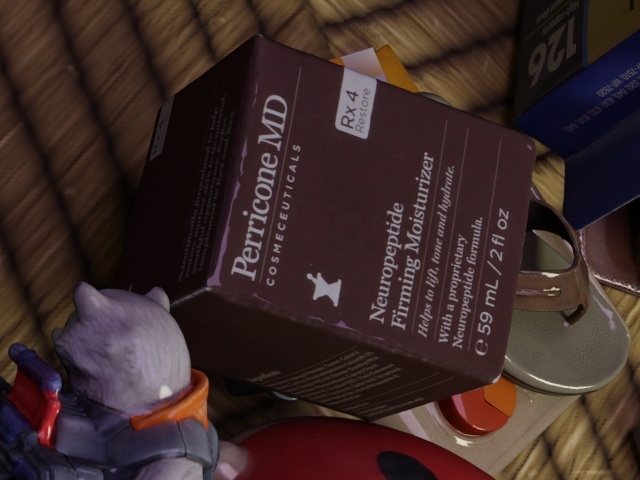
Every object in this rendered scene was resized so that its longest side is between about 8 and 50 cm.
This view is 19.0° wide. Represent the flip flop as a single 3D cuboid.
[{"bbox_3d":[0.140,0.005,1.382,0.277,0.080,0.112,54,54,-21],"label":"flip flop"}]

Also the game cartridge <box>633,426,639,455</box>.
[{"bbox_3d":[0.395,0.286,1.515,0.230,0.068,0.355,-14,84,-34],"label":"game cartridge"}]

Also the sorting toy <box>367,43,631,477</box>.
[{"bbox_3d":[0.086,0.016,1.426,0.229,0.041,0.307,-37,96,-30],"label":"sorting toy"}]

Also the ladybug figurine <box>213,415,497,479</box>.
[{"bbox_3d":[0.082,0.290,1.264,0.449,0.162,0.305,44,55,-17],"label":"ladybug figurine"}]

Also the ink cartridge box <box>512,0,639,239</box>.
[{"bbox_3d":[0.242,-0.194,1.397,0.072,0.303,0.307,19,63,-20],"label":"ink cartridge box"}]

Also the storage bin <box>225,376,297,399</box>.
[{"bbox_3d":[-0.031,0.044,1.328,0.098,0.091,0.135,-14,85,-30],"label":"storage bin"}]

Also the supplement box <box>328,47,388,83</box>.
[{"bbox_3d":[0.026,-0.084,1.394,0.062,0.036,0.098,-20,82,-27],"label":"supplement box"}]

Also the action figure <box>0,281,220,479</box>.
[{"bbox_3d":[-0.143,0.175,1.136,0.178,0.341,0.330,4,107,-23],"label":"action figure"}]

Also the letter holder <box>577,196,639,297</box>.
[{"bbox_3d":[0.335,-0.101,1.528,0.214,0.152,0.302,18,70,-21],"label":"letter holder"}]

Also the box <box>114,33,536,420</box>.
[{"bbox_3d":[0.000,0.000,1.205,0.203,0.167,0.169,19,70,-23],"label":"box"}]
